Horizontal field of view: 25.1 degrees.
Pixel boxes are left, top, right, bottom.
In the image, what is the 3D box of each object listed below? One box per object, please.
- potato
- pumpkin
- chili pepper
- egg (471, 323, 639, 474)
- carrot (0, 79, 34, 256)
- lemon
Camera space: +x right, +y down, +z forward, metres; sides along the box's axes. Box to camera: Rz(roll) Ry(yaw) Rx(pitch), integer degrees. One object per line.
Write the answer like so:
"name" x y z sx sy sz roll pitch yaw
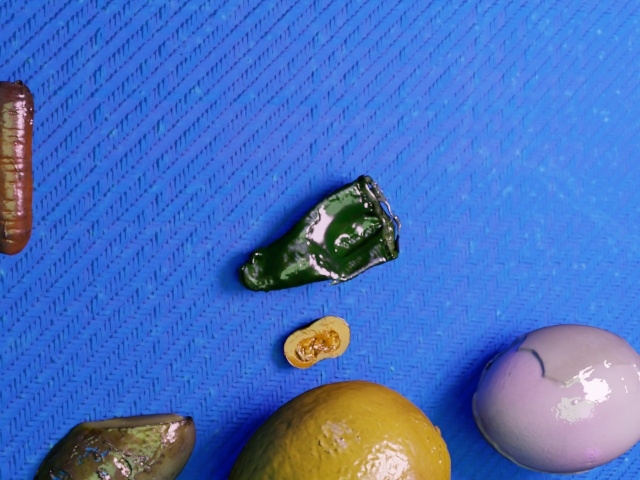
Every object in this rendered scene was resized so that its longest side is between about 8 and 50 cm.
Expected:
"potato" -0.219 0.251 1.579 0.198 0.054 0.119 -17 98 -23
"pumpkin" -0.007 0.117 1.682 0.083 0.028 0.050 -21 101 -14
"chili pepper" 0.002 0.000 1.661 0.216 0.062 0.108 -23 97 -22
"egg" 0.286 0.196 1.742 0.217 0.183 0.183 -17 101 -20
"carrot" -0.328 -0.075 1.501 0.060 0.060 0.186 -1 98 -25
"lemon" 0.020 0.277 1.597 0.236 0.236 0.263 40 58 -22
